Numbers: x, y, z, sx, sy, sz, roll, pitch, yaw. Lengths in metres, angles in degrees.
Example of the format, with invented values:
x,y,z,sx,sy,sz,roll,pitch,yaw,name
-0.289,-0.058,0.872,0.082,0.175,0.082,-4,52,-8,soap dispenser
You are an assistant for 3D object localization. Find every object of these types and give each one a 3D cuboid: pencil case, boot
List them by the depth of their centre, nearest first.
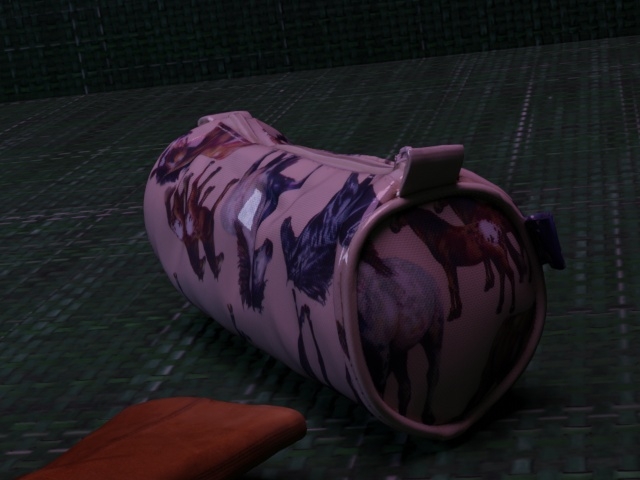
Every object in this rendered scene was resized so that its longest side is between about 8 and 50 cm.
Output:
x,y,z,sx,sy,sz,roll,pitch,yaw,name
-0.096,0.156,0.695,0.264,0.096,0.280,-12,5,38,boot
0.000,0.000,0.978,0.160,0.183,0.410,3,9,-27,pencil case
